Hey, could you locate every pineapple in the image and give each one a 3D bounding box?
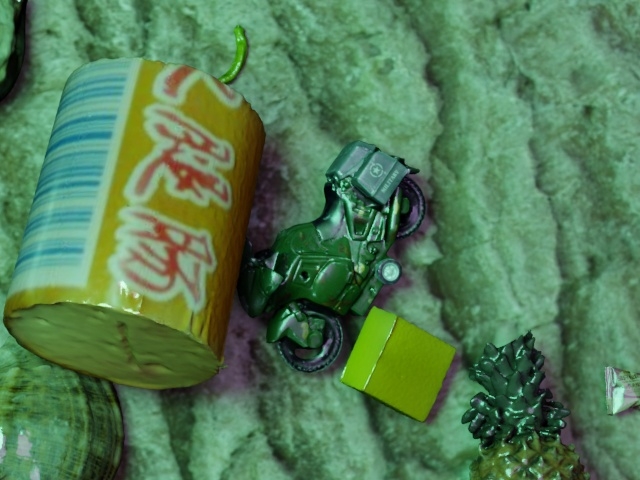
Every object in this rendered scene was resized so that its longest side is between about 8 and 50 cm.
[{"bbox_3d":[0.227,0.241,1.488,0.158,0.158,0.278,-6,73,-10],"label":"pineapple"}]

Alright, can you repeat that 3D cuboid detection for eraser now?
[{"bbox_3d":[0.089,0.141,1.487,0.122,0.045,0.097,33,80,-44],"label":"eraser"}]

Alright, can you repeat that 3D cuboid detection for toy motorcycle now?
[{"bbox_3d":[0.000,0.000,1.486,0.187,0.125,0.274,38,78,-14],"label":"toy motorcycle"}]

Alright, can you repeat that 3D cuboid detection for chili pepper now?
[{"bbox_3d":[-0.104,-0.214,1.538,0.030,0.017,0.083,16,79,-7],"label":"chili pepper"}]

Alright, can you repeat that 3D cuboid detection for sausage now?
[{"bbox_3d":[-0.189,-0.018,1.363,0.233,0.233,0.287,13,64,-8],"label":"sausage"}]

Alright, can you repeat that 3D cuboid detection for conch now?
[{"bbox_3d":[-0.317,0.217,1.388,0.210,0.159,0.291,23,79,-5],"label":"conch"}]

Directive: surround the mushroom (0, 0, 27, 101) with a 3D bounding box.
[{"bbox_3d":[-0.489,-0.215,1.396,0.344,0.130,0.247,-3,76,-3],"label":"mushroom"}]

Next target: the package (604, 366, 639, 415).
[{"bbox_3d":[0.380,0.184,1.572,0.083,0.029,0.059,7,76,-19],"label":"package"}]
